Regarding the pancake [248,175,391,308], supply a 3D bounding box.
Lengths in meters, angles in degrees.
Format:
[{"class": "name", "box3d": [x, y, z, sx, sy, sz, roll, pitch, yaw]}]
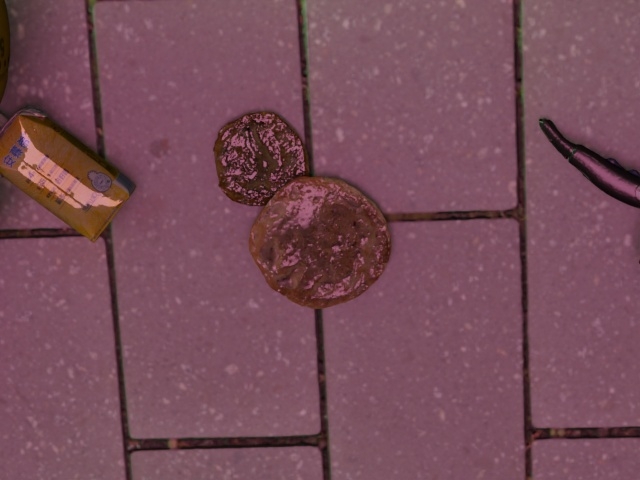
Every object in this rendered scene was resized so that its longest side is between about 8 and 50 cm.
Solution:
[{"class": "pancake", "box3d": [0.000, 0.000, 2.012, 0.152, 0.025, 0.151, 0, 112, 0]}]

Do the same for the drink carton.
[{"class": "drink carton", "box3d": [-0.293, -0.088, 1.990, 0.200, 0.074, 0.084, 37, 105, -8]}]

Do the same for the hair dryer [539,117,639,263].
[{"class": "hair dryer", "box3d": [0.328, -0.084, 1.960, 0.219, 0.075, 0.195, 29, 96, 3]}]

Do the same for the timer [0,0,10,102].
[{"class": "timer", "box3d": [-0.483, -0.156, 1.850, 0.376, 0.376, 0.387, 13, 110, 0]}]

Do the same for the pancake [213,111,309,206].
[{"class": "pancake", "box3d": [-0.062, -0.086, 2.002, 0.108, 0.017, 0.108, 0, 104, -1]}]
